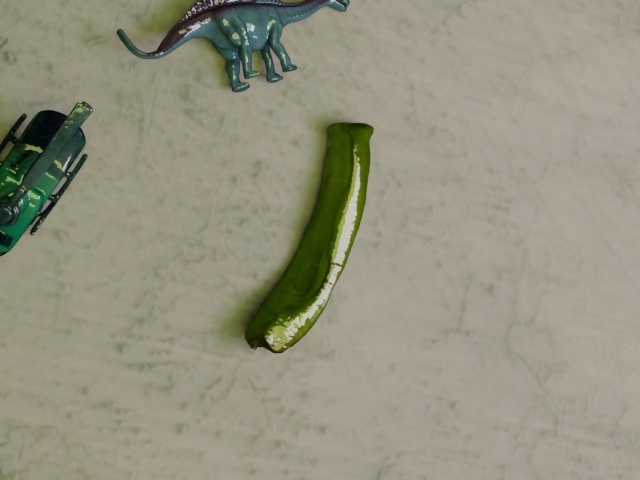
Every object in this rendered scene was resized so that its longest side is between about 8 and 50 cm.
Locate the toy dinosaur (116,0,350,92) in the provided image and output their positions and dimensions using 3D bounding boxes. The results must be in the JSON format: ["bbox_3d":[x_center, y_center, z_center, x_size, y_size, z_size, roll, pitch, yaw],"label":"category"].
[{"bbox_3d":[-0.062,-0.161,1.182,0.197,0.045,0.080,-14,85,-24],"label":"toy dinosaur"}]

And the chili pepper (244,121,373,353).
[{"bbox_3d":[0.000,0.000,1.210,0.052,0.050,0.201,18,83,20],"label":"chili pepper"}]

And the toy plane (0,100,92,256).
[{"bbox_3d":[-0.236,-0.013,1.111,0.060,0.096,0.235,34,101,-15],"label":"toy plane"}]
